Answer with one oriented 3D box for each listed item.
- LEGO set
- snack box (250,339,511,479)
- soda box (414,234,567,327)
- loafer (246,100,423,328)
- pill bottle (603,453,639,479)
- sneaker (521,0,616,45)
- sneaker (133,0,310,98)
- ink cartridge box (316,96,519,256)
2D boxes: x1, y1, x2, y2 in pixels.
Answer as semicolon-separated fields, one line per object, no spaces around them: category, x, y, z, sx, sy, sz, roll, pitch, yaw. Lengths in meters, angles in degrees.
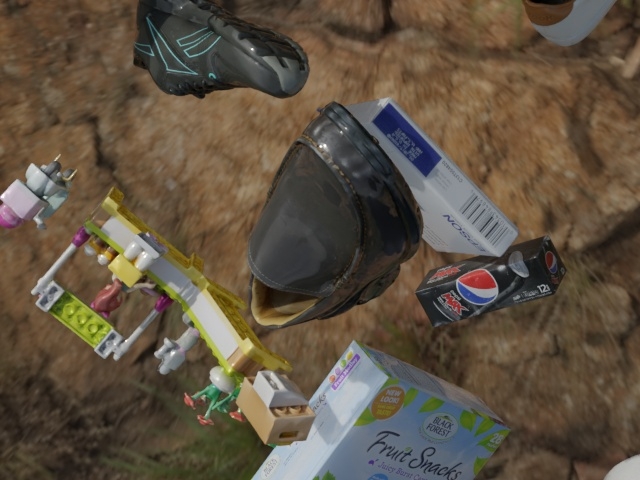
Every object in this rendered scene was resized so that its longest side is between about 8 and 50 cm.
LEGO set;-0.125;0.067;1.006;0.287;0.132;0.107;43;97;12
snack box;0.062;0.208;1.323;0.207;0.070;0.174;28;102;-45
soda box;0.199;0.049;1.601;0.169;0.060;0.053;-19;108;33
loafer;0.000;0.000;0.557;0.061;0.170;0.062;-34;72;-13
pill bottle;0.164;0.259;0.670;0.169;0.301;0.169;17;141;14
sneaker;0.335;-0.357;1.536;0.106;0.123;0.290;39;98;30
sneaker;-0.109;-0.189;1.411;0.101;0.267;0.106;9;109;-43
ink cartridge box;0.096;-0.070;1.574;0.223;0.224;0.045;44;77;-17
